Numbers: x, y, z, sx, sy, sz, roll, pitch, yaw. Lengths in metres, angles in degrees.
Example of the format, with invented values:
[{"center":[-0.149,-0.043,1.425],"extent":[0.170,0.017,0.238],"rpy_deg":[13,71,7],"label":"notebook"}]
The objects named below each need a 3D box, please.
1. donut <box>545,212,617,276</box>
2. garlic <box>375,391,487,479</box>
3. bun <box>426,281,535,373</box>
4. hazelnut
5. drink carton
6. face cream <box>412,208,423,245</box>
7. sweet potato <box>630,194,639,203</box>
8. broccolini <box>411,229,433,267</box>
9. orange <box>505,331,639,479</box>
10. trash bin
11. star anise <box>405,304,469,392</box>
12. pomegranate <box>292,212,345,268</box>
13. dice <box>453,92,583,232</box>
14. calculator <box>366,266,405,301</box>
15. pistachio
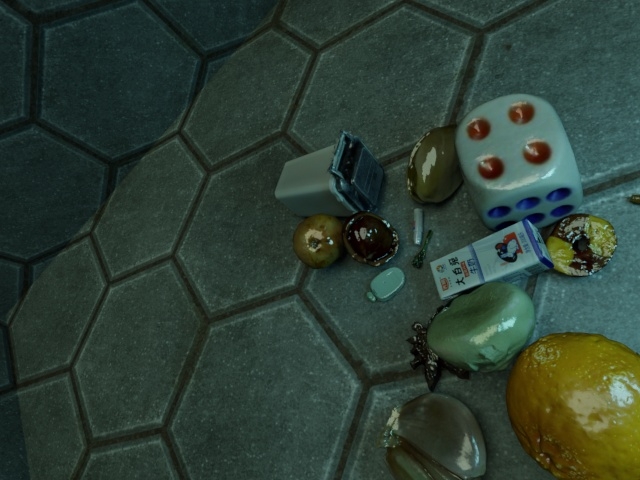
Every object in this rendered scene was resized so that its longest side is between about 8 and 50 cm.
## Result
[{"center":[0.720,0.020,1.180],"extent":[0.166,0.073,0.184],"rpy_deg":[15,79,36],"label":"donut"},{"center":[0.317,0.560,1.156],"extent":[0.325,0.132,0.279],"rpy_deg":[19,81,38],"label":"garlic"},{"center":[0.434,0.241,1.110],"extent":[0.283,0.283,0.179],"rpy_deg":[-34,99,14],"label":"bun"},{"center":[0.171,-0.008,1.458],"extent":[0.201,0.160,0.170],"rpy_deg":[21,102,8],"label":"hazelnut"},{"center":[0.489,0.071,1.241],"extent":[0.315,0.106,0.131],"rpy_deg":[-31,54,34],"label":"drink carton"},{"center":[0.336,-0.045,1.463],"extent":[0.034,0.034,0.130],"rpy_deg":[-5,68,29],"label":"face cream"},{"center":[0.961,-0.095,1.094],"extent":[0.264,0.057,0.057],"rpy_deg":[12,77,33],"label":"sweet potato"},{"center":[0.343,0.028,1.434],"extent":[0.035,0.030,0.140],"rpy_deg":[13,74,39],"label":"broccolini"},{"center":[0.581,0.381,0.943],"extent":[0.293,0.341,0.340],"rpy_deg":[-32,50,-23],"label":"orange"},{"center":[0.016,-0.224,1.580],"extent":[0.367,0.296,0.256],"rpy_deg":[-3,61,38],"label":"trash bin"},{"center":[0.353,0.319,1.258],"extent":[0.214,0.099,0.220],"rpy_deg":[-40,55,14],"label":"star anise"},{"center":[-0.001,0.004,1.548],"extent":[0.207,0.207,0.207],"rpy_deg":[-12,64,26],"label":"pomegranate"},{"center":[0.564,-0.212,1.229],"extent":[0.276,0.304,0.304],"rpy_deg":[-17,62,24],"label":"dice"},{"center":[0.222,0.154,1.455],"extent":[0.153,0.021,0.095],"rpy_deg":[-39,55,8],"label":"calculator"},{"center":[0.401,-0.258,1.450],"extent":[0.166,0.197,0.288],"rpy_deg":[-141,72,-79],"label":"pistachio"}]
